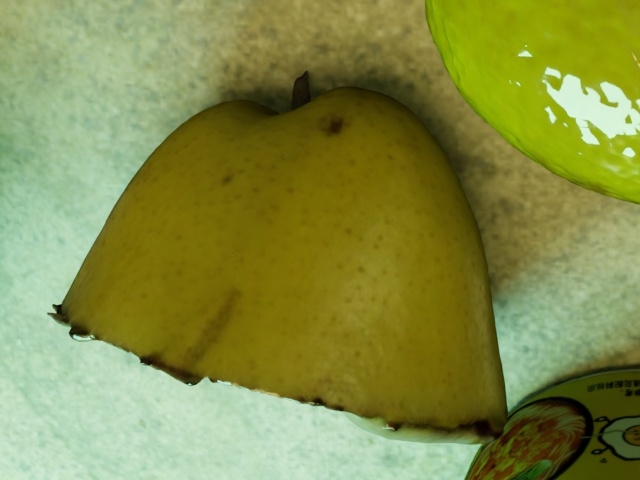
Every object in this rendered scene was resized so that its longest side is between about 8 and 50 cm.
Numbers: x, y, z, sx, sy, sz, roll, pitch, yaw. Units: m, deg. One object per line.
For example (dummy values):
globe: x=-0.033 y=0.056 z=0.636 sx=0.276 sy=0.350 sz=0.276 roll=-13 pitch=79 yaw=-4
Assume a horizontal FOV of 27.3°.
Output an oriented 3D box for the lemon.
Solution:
lemon: x=0.176 y=-0.130 z=0.571 sx=0.267 sy=0.267 sz=0.267 roll=6 pitch=121 yaw=11

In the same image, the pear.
pear: x=-0.002 y=-0.001 z=0.741 sx=0.267 sy=0.267 sz=0.178 roll=17 pitch=98 yaw=4

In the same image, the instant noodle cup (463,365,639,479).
instant noodle cup: x=0.193 y=0.246 z=0.779 sx=0.325 sy=0.254 sz=0.326 roll=6 pitch=120 yaw=11
